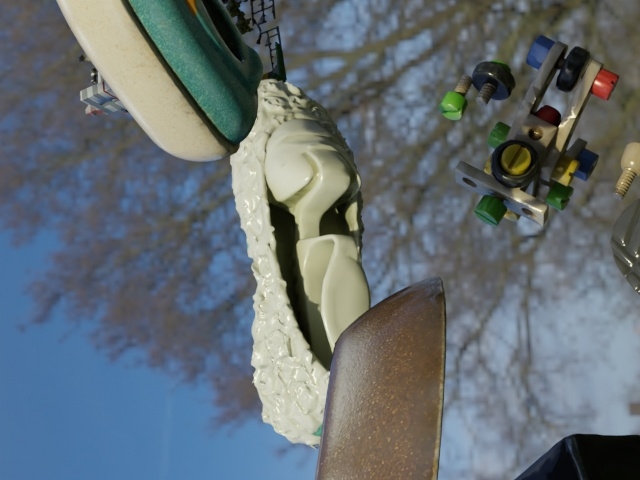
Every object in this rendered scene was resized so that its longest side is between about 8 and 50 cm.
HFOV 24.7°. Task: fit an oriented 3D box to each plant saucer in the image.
[{"bbox_3d":[0.013,0.167,0.680,0.310,0.050,0.311,9,-90,-89],"label":"plant saucer"}]

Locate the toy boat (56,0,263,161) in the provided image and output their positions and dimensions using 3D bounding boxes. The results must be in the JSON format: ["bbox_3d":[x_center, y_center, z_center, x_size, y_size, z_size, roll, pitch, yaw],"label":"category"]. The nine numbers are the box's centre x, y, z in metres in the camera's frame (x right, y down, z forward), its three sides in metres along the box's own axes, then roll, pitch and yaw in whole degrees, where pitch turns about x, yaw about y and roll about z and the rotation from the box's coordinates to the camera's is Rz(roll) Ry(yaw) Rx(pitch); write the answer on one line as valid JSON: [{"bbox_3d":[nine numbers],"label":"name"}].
[{"bbox_3d":[-0.133,-0.234,1.311,0.267,0.148,0.318,55,-166,-31],"label":"toy boat"}]

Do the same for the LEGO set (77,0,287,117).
[{"bbox_3d":[-0.174,-0.255,1.701,0.255,0.192,0.331,16,-120,-61],"label":"LEGO set"}]

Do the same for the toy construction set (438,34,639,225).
[{"bbox_3d":[0.293,-0.073,1.846,0.237,0.309,0.257,-59,10,-23],"label":"toy construction set"}]

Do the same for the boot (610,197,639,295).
[{"bbox_3d":[0.373,0.114,1.185,0.222,0.118,0.338,29,-146,-59],"label":"boot"}]

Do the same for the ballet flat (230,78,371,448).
[{"bbox_3d":[0.000,0.000,1.459,0.147,0.147,0.409,57,-156,-64],"label":"ballet flat"}]

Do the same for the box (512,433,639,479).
[{"bbox_3d":[0.162,0.342,0.897,0.395,0.212,0.293,-50,44,42],"label":"box"}]
